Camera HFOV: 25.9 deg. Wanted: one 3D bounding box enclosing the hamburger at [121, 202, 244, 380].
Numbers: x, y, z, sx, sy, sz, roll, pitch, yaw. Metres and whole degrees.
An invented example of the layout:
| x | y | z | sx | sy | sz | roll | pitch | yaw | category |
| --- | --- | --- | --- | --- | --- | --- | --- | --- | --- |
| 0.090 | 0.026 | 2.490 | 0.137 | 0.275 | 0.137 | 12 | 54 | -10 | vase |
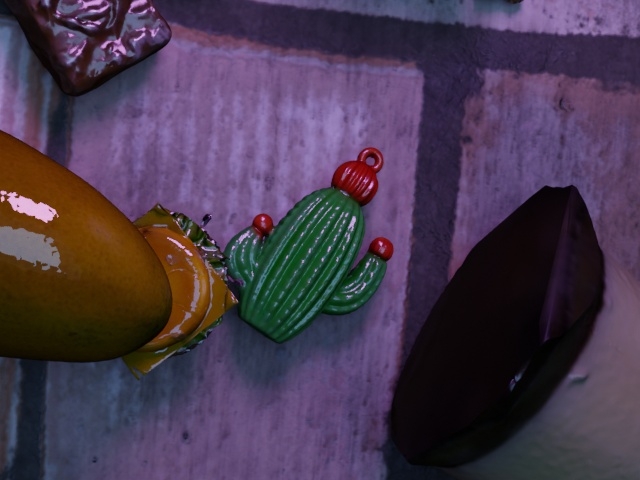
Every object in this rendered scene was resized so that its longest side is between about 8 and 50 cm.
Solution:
| x | y | z | sx | sy | sz | roll | pitch | yaw | category |
| --- | --- | --- | --- | --- | --- | --- | --- | --- | --- |
| -0.184 | 0.055 | 1.526 | 0.190 | 0.093 | 0.164 | -27 | 87 | 0 | hamburger |

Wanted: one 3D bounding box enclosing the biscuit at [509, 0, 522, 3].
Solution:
| x | y | z | sx | sy | sz | roll | pitch | yaw | category |
| --- | --- | --- | --- | --- | --- | --- | --- | --- | --- |
| 0.219 | -0.383 | 1.655 | 0.064 | 0.034 | 0.199 | 3 | 90 | -14 | biscuit |

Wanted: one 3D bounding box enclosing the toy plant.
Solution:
| x | y | z | sx | sy | sz | roll | pitch | yaw | category |
| --- | --- | --- | --- | --- | --- | --- | --- | --- | --- |
| 0.003 | 0.014 | 1.584 | 0.240 | 0.088 | 0.154 | -32 | 97 | -16 | toy plant |

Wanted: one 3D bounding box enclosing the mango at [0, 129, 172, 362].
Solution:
| x | y | z | sx | sy | sz | roll | pitch | yaw | category |
| --- | --- | --- | --- | --- | --- | --- | --- | --- | --- |
| -0.328 | 0.008 | 1.390 | 0.378 | 0.264 | 0.221 | 21 | 65 | 3 | mango |

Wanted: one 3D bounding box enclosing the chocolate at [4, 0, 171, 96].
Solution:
| x | y | z | sx | sy | sz | roll | pitch | yaw | category |
| --- | --- | --- | --- | --- | --- | --- | --- | --- | --- |
| -0.266 | -0.277 | 1.504 | 0.148 | 0.093 | 0.214 | -33 | 99 | -13 | chocolate |

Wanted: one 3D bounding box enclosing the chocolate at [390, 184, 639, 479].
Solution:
| x | y | z | sx | sy | sz | roll | pitch | yaw | category |
| --- | --- | --- | --- | --- | --- | --- | --- | --- | --- |
| 0.277 | 0.153 | 1.541 | 0.297 | 0.326 | 0.314 | 27 | 46 | -11 | chocolate |
